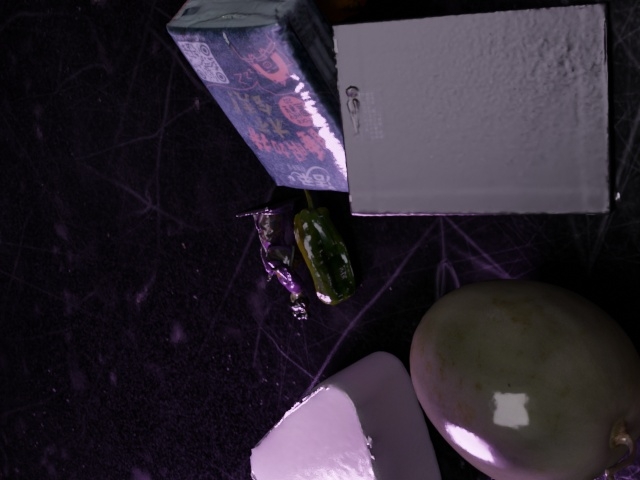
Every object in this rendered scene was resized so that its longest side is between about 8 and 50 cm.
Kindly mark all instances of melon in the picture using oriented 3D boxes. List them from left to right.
[{"bbox_3d":[0.254,0.172,1.291,0.308,0.272,0.271,34,129,20],"label":"melon"}]

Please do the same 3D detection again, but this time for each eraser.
[{"bbox_3d":[0.029,0.350,1.683,0.331,0.150,0.331,19,120,37],"label":"eraser"}]

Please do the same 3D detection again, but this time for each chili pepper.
[{"bbox_3d":[-0.003,0.001,1.613,0.073,0.072,0.203,-15,96,50],"label":"chili pepper"}]

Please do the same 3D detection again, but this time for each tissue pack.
[{"bbox_3d":[-0.045,-0.199,1.445,0.228,0.103,0.315,11,147,43],"label":"tissue pack"}]

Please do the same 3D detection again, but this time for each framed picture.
[{"bbox_3d":[0.184,-0.152,1.299,0.339,0.014,0.255,0,108,21],"label":"framed picture"}]

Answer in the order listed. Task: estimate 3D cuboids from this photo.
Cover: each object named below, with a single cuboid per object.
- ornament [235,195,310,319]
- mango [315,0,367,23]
[{"bbox_3d":[-0.065,0.033,1.684,0.081,0.088,0.203,2,111,47],"label":"ornament"},{"bbox_3d":[-0.015,-0.407,1.391,0.151,0.156,0.248,-152,41,-82],"label":"mango"}]
